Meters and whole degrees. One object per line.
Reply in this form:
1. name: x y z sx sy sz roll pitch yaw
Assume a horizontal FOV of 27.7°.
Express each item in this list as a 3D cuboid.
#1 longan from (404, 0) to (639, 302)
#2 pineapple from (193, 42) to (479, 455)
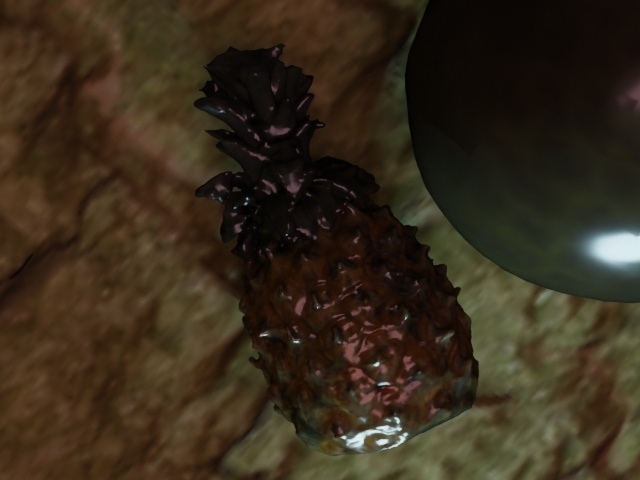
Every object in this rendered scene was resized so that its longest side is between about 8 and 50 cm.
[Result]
1. longan: 0.141 -0.076 0.558 0.198 0.198 0.212 21 95 -11
2. pineapple: 0.000 0.000 0.606 0.108 0.108 0.197 -23 96 0
